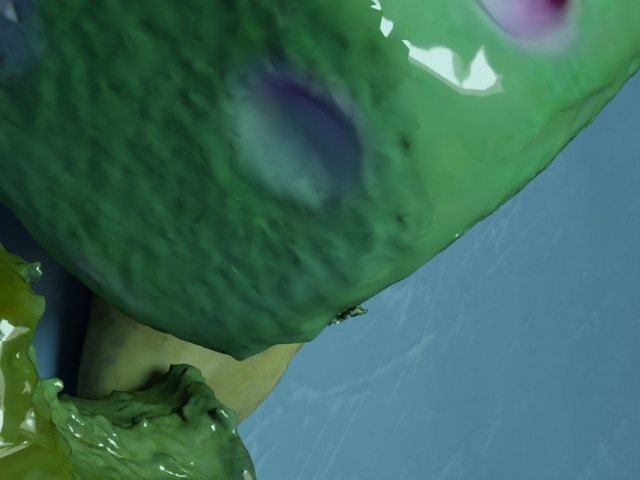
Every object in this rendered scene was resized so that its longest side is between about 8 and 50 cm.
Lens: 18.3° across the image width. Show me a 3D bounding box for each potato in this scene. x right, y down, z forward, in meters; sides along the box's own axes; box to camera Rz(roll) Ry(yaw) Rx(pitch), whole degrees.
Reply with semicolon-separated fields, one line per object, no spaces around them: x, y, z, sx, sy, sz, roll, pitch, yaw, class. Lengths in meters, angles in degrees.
-0.072;0.036;1.265;0.161;0.128;0.235;14;88;-35;potato

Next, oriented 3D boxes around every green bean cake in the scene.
-0.170;0.138;1.080;0.233;0.124;0.236;-53;135;1;green bean cake

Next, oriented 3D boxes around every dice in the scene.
-0.018;-0.158;1.073;0.330;0.318;0.322;49;47;-9;dice

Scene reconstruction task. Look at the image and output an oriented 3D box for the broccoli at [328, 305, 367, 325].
0.000;0.000;1.385;0.092;0.097;0.095;-20;142;-44;broccoli
